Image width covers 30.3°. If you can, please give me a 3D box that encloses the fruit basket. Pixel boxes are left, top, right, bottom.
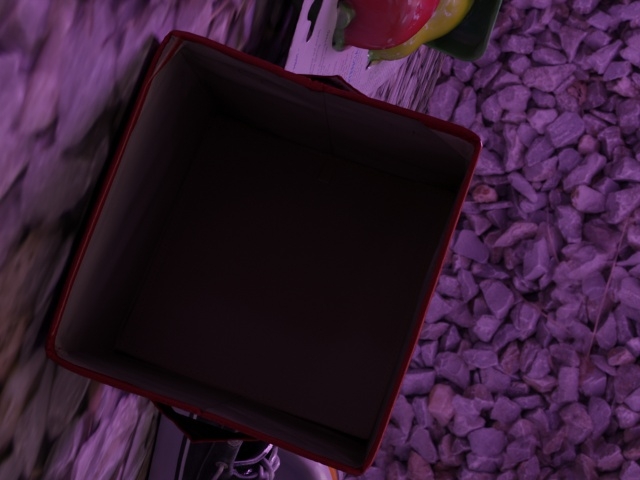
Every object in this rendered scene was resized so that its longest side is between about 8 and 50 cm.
[{"bbox_3d":[0.056,-0.246,0.934,0.353,0.165,0.327,-40,153,-45],"label":"fruit basket"}]

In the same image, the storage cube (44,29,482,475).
[{"bbox_3d":[-0.026,0.014,0.702,0.193,0.183,0.215,57,52,-84],"label":"storage cube"}]

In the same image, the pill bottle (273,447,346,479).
[{"bbox_3d":[-0.033,0.208,1.350,0.278,0.162,0.162,-57,166,-62],"label":"pill bottle"}]

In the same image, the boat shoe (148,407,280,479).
[{"bbox_3d":[-0.087,0.189,1.076,0.113,0.104,0.306,-62,170,-52],"label":"boat shoe"}]
